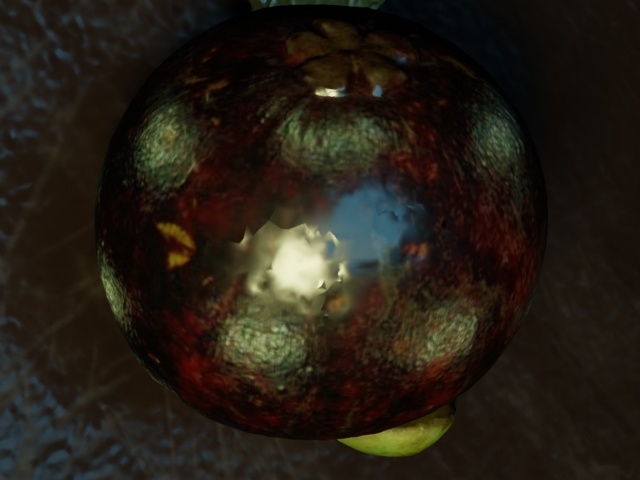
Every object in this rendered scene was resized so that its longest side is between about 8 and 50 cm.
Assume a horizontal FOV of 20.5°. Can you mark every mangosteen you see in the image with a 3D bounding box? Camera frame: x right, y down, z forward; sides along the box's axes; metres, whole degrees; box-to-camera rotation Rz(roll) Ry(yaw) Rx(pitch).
[{"bbox_3d":[0.000,0.000,1.063,0.288,0.288,0.288,2,86,-28],"label":"mangosteen"}]

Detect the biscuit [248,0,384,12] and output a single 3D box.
[{"bbox_3d":[0.009,-0.217,1.189,0.144,0.033,0.224,31,76,-31],"label":"biscuit"}]
